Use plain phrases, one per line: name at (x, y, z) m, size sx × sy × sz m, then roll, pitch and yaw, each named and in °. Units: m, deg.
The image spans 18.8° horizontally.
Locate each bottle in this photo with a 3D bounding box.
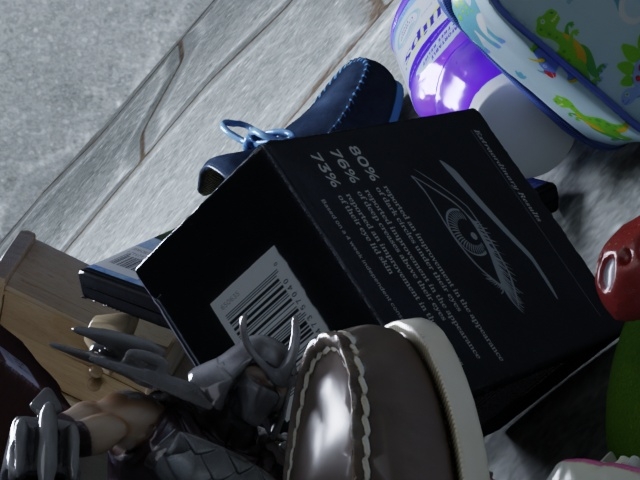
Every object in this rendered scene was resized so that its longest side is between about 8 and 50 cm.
bottle at (0.115, -0.120, 1.317) m, size 0.118 × 0.092 × 0.283 m, roll -50°, pitch 17°, yaw 16°

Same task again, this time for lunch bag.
lunch bag at (0.184, -0.180, 1.155) m, size 0.219 × 0.176 × 0.090 m, roll -56°, pitch 15°, yaw -14°

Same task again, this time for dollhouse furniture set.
dollhouse furniture set at (-0.208, 0.191, 1.249) m, size 0.355 × 0.174 × 0.303 m, roll -61°, pitch -5°, yaw -38°

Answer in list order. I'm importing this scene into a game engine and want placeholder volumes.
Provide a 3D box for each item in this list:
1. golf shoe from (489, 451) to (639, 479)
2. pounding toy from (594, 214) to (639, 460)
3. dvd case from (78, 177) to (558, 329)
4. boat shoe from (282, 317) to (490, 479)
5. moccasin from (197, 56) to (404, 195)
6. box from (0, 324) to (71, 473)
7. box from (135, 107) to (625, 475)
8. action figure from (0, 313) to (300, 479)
golf shoe at (0.070, 0.165, 0.801) m, size 0.140 × 0.115 × 0.306 m, roll -60°, pitch 15°, yaw -18°
pounding toy at (0.188, -0.004, 0.791) m, size 0.237 × 0.110 × 0.183 m, roll -42°, pitch 15°, yaw 7°
dvd case at (0.000, 0.000, 1.212) m, size 0.253 × 0.022 × 0.180 m, roll -25°, pitch 26°, yaw -34°
boat shoe at (0.000, 0.182, 0.719) m, size 0.116 × 0.097 × 0.324 m, roll 142°, pitch 133°, yaw -66°
moccasin at (-0.050, -0.032, 1.620) m, size 0.342 × 0.117 × 0.138 m, roll -58°, pitch 16°, yaw -23°
box at (-0.313, 0.188, 1.064) m, size 0.381 × 0.143 × 0.191 m, roll -50°, pitch 20°, yaw -5°
box at (0.036, 0.030, 0.977) m, size 0.108 × 0.153 × 0.207 m, roll -43°, pitch -17°, yaw 31°
action figure at (-0.077, 0.156, 0.793) m, size 0.285 × 0.185 × 0.099 m, roll -60°, pitch 24°, yaw -5°
